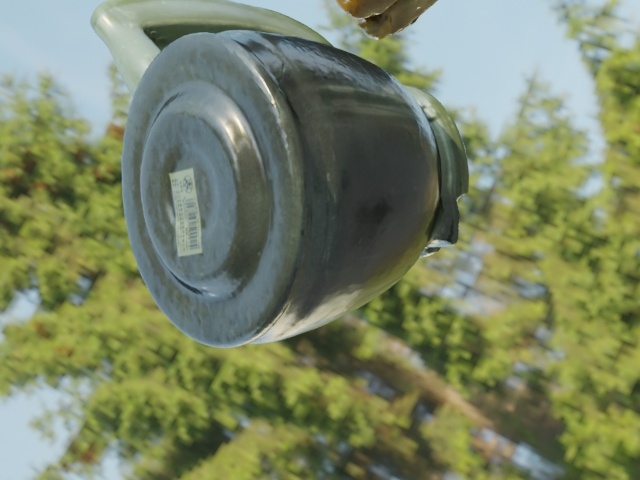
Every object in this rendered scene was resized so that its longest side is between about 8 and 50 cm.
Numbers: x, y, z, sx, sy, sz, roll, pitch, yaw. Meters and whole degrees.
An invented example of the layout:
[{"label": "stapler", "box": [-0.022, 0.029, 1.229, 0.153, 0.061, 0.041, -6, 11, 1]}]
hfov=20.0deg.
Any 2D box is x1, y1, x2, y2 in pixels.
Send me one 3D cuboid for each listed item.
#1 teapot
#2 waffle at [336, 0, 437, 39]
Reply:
[{"label": "teapot", "box": [-0.032, -0.057, 1.459, 0.239, 0.321, 0.239, -6, -71, -39]}, {"label": "waffle", "box": [0.113, -0.374, 1.770, 0.328, 0.224, 0.098, -40, -27, 13]}]
